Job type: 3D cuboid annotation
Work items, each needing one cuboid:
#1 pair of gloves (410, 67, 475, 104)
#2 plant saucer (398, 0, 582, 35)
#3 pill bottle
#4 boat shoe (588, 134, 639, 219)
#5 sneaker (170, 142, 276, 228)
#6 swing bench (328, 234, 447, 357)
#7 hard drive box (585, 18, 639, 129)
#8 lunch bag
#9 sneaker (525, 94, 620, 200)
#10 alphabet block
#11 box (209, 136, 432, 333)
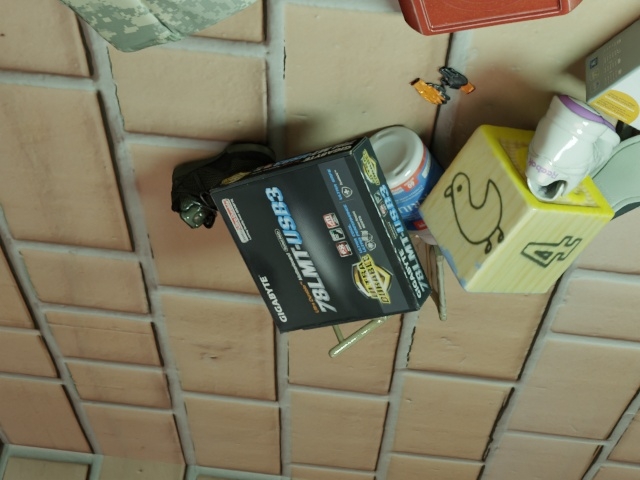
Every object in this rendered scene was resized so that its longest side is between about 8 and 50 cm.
[{"bbox_3d":[0.192,-0.241,1.825,0.074,0.010,0.083,31,142,-34],"label":"pair of gloves"},{"bbox_3d":[0.217,-0.355,1.530,0.258,0.048,0.259,-7,155,12],"label":"plant saucer"},{"bbox_3d":[0.161,-0.085,1.984,0.124,0.124,0.221,-11,145,29],"label":"pill bottle"},{"bbox_3d":[0.506,-0.105,1.910,0.302,0.091,0.114,-31,88,49],"label":"boat shoe"},{"bbox_3d":[-0.175,-0.090,2.051,0.227,0.130,0.087,-16,144,30],"label":"sneaker"},{"bbox_3d":[0.101,0.066,2.204,0.254,0.165,0.253,-19,148,-5],"label":"swing bench"},{"bbox_3d":[0.522,-0.250,1.658,0.181,0.089,0.232,21,147,-23],"label":"hard drive box"},{"bbox_3d":[-0.207,-0.400,1.446,0.256,0.213,0.305,-9,146,28],"label":"lunch bag"},{"bbox_3d":[0.364,-0.137,1.756,0.114,0.152,0.305,33,-168,18],"label":"sneaker"},{"bbox_3d":[0.309,-0.046,1.861,0.193,0.192,0.197,1,137,-37],"label":"alphabet block"},{"bbox_3d":[0.000,0.000,1.941,0.293,0.073,0.296,-13,111,32],"label":"box"}]
